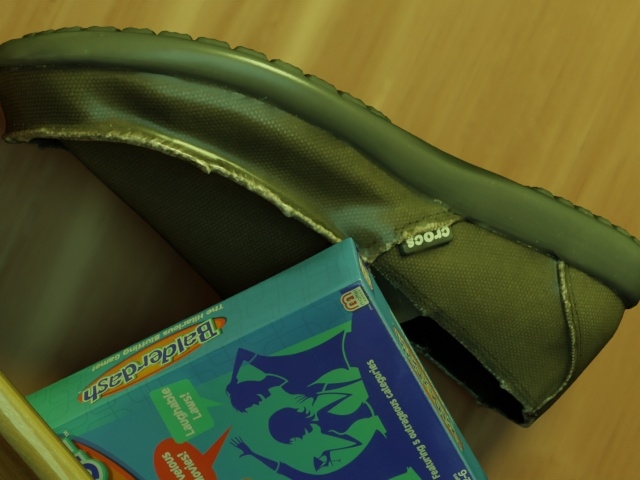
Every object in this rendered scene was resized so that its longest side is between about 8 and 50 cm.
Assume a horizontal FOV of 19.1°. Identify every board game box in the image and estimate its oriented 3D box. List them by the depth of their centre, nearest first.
[{"bbox_3d":[-0.041,0.114,0.921,0.210,0.047,0.160,-27,117,8],"label":"board game box"}]

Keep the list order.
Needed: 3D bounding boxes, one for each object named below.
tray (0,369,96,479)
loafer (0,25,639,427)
[{"bbox_3d":[-0.193,0.154,0.835,0.203,0.076,0.411,-40,104,-5],"label":"tray"},{"bbox_3d":[0.000,0.000,0.947,0.366,0.134,0.130,22,84,-19],"label":"loafer"}]
